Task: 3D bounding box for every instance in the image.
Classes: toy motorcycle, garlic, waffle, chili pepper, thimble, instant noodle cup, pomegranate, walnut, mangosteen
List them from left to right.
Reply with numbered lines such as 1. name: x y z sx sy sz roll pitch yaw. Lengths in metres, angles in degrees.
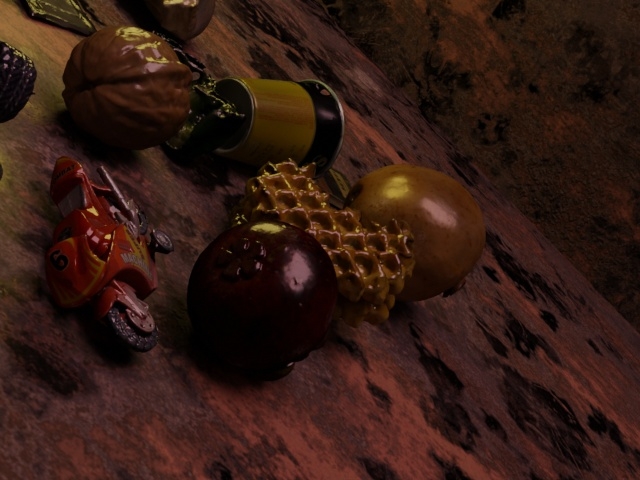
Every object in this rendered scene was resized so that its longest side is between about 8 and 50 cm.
1. thimble: -0.443 -0.216 1.332 0.066 0.104 0.095 29 30 -54
2. toy motorcycle: -0.277 0.014 1.249 0.171 0.089 0.298 29 26 -34
3. walnut: -0.299 -0.240 1.541 0.213 0.213 0.213 38 22 -19
4. garlic: -0.368 -0.574 2.085 0.340 0.231 0.246 32 65 6
5. chili pepper: -0.248 -0.253 1.750 0.264 0.148 0.116 53 -5 22
6. instant noodle cup: -0.102 -0.223 1.888 0.236 0.215 0.215 2 47 -49
7. mangosteen: -0.073 0.094 1.368 0.257 0.215 0.215 70 -4 -51
8. waffle: 0.000 0.000 1.630 0.324 0.151 0.261 30 29 8
9. pomegranate: 0.174 -0.020 1.921 0.307 0.307 0.307 38 22 -19

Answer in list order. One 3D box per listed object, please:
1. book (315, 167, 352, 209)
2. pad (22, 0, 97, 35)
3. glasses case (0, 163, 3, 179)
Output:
1. book: -0.006 -0.141 2.128 0.228 0.024 0.160 28 25 -36
2. pad: -0.510 -0.468 1.785 0.233 0.022 0.174 56 22 22
3. glasses case: -0.474 -0.064 1.039 0.131 0.074 0.323 43 21 -1
